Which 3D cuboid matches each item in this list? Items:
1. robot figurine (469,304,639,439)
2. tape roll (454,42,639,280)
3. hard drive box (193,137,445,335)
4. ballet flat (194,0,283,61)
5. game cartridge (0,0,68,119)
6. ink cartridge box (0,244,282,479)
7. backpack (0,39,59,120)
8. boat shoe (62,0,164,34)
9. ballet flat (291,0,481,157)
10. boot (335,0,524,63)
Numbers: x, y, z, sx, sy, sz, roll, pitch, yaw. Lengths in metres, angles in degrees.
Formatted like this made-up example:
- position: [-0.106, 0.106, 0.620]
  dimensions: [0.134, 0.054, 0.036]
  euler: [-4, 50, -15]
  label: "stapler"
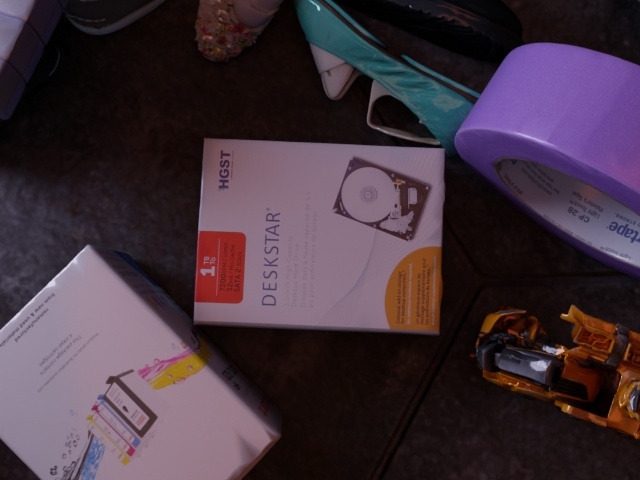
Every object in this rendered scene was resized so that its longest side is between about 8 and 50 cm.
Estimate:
- position: [0.227, 0.111, 0.742]
  dimensions: [0.211, 0.291, 0.085]
  euler: [20, 85, 0]
  label: "robot figurine"
- position: [0.258, -0.056, 0.763]
  dimensions: [0.274, 0.275, 0.090]
  euler: [32, 87, 2]
  label: "tape roll"
- position: [0.000, 0.000, 0.850]
  dimensions: [0.232, 0.089, 0.181]
  euler: [2, 85, 0]
  label: "hard drive box"
- position: [-0.051, -0.283, 0.849]
  dimensions: [0.077, 0.091, 0.241]
  euler: [33, 103, 40]
  label: "ballet flat"
- position: [-0.386, -0.252, 0.746]
  dimensions: [0.355, 0.068, 0.230]
  euler: [19, 80, 8]
  label: "game cartridge"
- position: [-0.171, 0.146, 0.794]
  dimensions: [0.232, 0.171, 0.168]
  euler: [45, 86, 2]
  label: "ink cartridge box"
- position: [-0.379, -0.197, 0.835]
  dimensions: [0.188, 0.144, 0.166]
  euler: [41, 86, 12]
  label: "backpack"
- position: [-0.139, -0.322, 0.871]
  dimensions: [0.305, 0.091, 0.109]
  euler: [-37, 87, -3]
  label: "boat shoe"
- position: [0.055, -0.163, 0.870]
  dimensions: [0.247, 0.083, 0.087]
  euler: [34, 100, 4]
  label: "ballet flat"
- position: [0.124, -0.315, 0.872]
  dimensions: [0.246, 0.094, 0.207]
  euler: [25, 89, 7]
  label: "boot"
